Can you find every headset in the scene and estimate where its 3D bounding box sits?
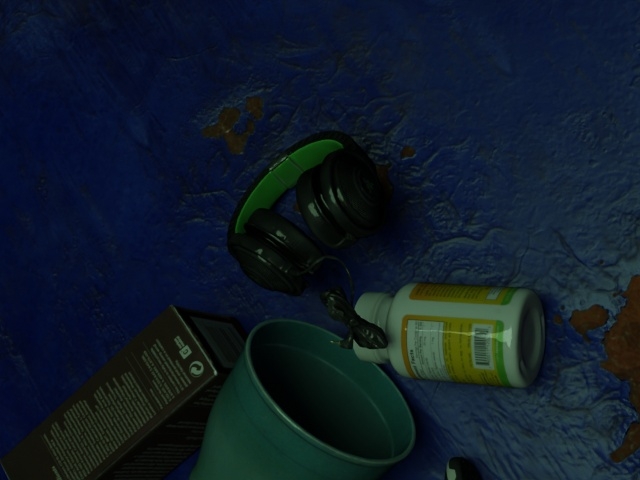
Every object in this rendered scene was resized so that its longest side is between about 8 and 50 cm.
[{"bbox_3d":[0.000,0.000,1.928,0.243,0.185,0.394,-40,29,12],"label":"headset"}]

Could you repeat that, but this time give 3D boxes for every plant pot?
[{"bbox_3d":[-0.050,0.293,1.903,0.271,0.272,0.255,48,117,24],"label":"plant pot"}]

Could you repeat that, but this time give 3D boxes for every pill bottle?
[{"bbox_3d":[0.174,0.127,1.876,0.246,0.136,0.136,2,83,27],"label":"pill bottle"}]

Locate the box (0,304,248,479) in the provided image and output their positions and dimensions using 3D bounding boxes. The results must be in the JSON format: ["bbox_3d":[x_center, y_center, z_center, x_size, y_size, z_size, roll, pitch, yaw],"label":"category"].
[{"bbox_3d":[-0.273,0.271,2.047,0.381,0.191,0.143,-43,66,13],"label":"box"}]

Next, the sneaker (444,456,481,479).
[{"bbox_3d":[0.180,0.416,1.858,0.097,0.084,0.234,-14,76,26],"label":"sneaker"}]
